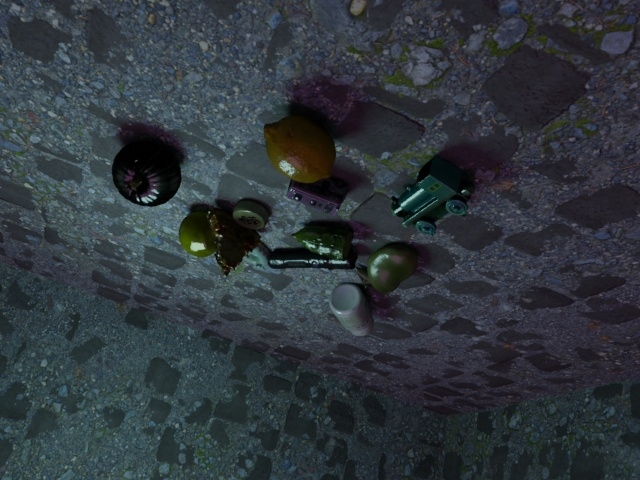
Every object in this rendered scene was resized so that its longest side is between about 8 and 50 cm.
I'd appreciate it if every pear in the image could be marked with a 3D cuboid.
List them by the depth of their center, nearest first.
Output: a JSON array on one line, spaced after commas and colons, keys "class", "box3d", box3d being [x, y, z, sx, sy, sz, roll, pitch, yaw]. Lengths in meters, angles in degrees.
[{"class": "pear", "box3d": [-0.498, -0.026, 2.188, 0.198, 0.198, 0.198, 11, 150, 7]}]

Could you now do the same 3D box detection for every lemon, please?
[{"class": "lemon", "box3d": [-0.059, -0.270, 1.561, 0.257, 0.188, 0.188, 34, 145, -26]}]

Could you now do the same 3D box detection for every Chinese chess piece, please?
[{"class": "Chinese chess piece", "box3d": [-0.277, -0.100, 2.085, 0.144, 0.058, 0.144, 11, 150, 6]}]

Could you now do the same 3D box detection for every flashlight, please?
[{"class": "flashlight", "box3d": [-0.044, 0.079, 2.250, 0.424, 0.103, 0.103, -3, 146, 30]}]

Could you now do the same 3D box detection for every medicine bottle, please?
[{"class": "medicine bottle", "box3d": [0.158, 0.341, 2.524, 0.170, 0.170, 0.293, 2, 147, 22]}]

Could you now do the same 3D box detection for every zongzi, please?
[{"class": "zongzi", "box3d": [0.237, 0.145, 2.278, 0.154, 0.062, 0.130, -11, 130, 28]}]

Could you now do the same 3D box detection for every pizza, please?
[{"class": "pizza", "box3d": [-0.369, -0.017, 2.092, 0.074, 0.287, 0.251, -33, 106, 32]}]

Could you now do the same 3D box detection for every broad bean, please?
[{"class": "broad bean", "box3d": [0.286, 0.101, 2.135, 0.189, 0.121, 0.263, 25, 135, -7]}]

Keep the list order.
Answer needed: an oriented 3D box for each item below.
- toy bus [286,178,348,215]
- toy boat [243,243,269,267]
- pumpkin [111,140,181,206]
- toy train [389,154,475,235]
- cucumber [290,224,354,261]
[{"class": "toy bus", "box3d": [-0.011, -0.166, 1.796, 0.199, 0.108, 0.096, 20, 150, -9]}, {"class": "toy boat", "box3d": [-0.311, 0.055, 2.348, 0.134, 0.078, 0.207, -10, 140, 33]}, {"class": "pumpkin", "box3d": [-0.622, -0.233, 1.872, 0.250, 0.216, 0.249, 3, 116, 5]}, {"class": "toy train", "box3d": [0.350, -0.135, 1.686, 0.194, 0.120, 0.298, 31, 148, -12]}, {"class": "cucumber", "box3d": [0.001, -0.001, 2.067, 0.245, 0.134, 0.134, 11, 150, 13]}]
